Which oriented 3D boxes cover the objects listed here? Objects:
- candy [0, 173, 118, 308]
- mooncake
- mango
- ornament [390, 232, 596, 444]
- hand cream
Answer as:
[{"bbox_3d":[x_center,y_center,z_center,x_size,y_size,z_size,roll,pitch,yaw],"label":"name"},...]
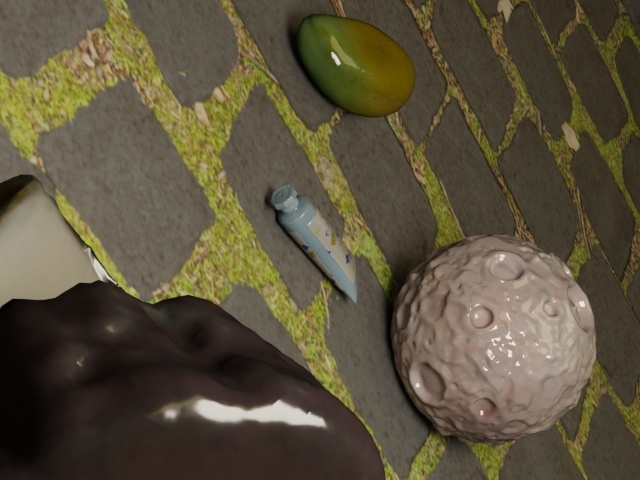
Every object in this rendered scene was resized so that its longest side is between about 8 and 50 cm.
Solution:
[{"bbox_3d":[-0.251,0.070,1.290,0.185,0.137,0.195,56,32,-23],"label":"candy"},{"bbox_3d":[-0.151,0.211,1.137,0.212,0.381,0.351,40,-16,45],"label":"mooncake"},{"bbox_3d":[0.042,-0.223,2.066,0.194,0.091,0.130,33,45,-42],"label":"mango"},{"bbox_3d":[0.216,0.115,2.001,0.259,0.225,0.259,38,41,-44],"label":"ornament"},{"bbox_3d":[0.000,0.000,1.888,0.171,0.043,0.065,49,30,-37],"label":"hand cream"}]
